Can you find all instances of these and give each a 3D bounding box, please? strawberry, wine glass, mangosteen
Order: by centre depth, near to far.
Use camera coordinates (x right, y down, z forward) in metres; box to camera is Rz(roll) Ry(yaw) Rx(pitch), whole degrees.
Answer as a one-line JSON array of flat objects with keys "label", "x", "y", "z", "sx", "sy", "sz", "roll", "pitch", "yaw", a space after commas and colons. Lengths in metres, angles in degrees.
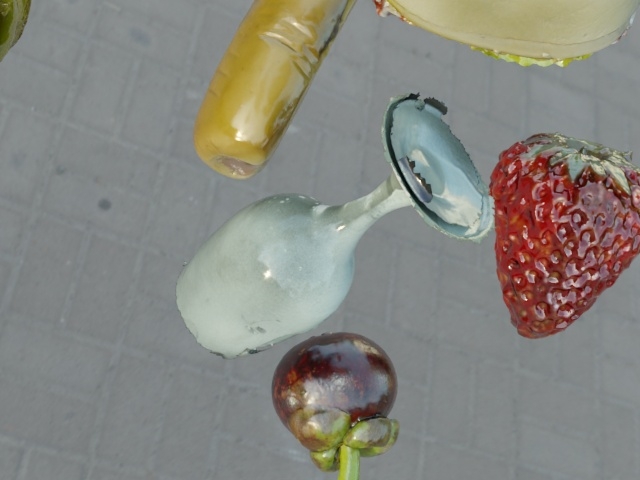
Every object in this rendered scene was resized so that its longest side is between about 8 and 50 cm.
[{"label": "wine glass", "x": 0.000, "y": 0.000, "z": 0.942, "sx": 0.143, "sy": 0.321, "sz": 0.143, "roll": 26, "pitch": 49, "yaw": -35}, {"label": "mangosteen", "x": 0.027, "y": 0.190, "z": 1.180, "sx": 0.156, "sy": 0.145, "sz": 0.181, "roll": 1, "pitch": 44, "yaw": -25}, {"label": "strawberry", "x": 0.278, "y": 0.002, "z": 1.230, "sx": 0.205, "sy": 0.244, "sz": 0.205, "roll": 13, "pitch": 20, "yaw": -5}]

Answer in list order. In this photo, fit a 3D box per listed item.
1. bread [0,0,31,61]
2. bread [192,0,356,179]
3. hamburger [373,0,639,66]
[{"label": "bread", "x": -0.293, "y": -0.190, "z": 0.767, "sx": 0.161, "sy": 0.233, "sz": 0.088, "roll": 12, "pitch": 33, "yaw": -25}, {"label": "bread", "x": -0.026, "y": -0.202, "z": 0.983, "sx": 0.091, "sy": 0.142, "sz": 0.305, "roll": 29, "pitch": 77, "yaw": -9}, {"label": "hamburger", "x": 0.131, "y": -0.212, "z": 0.712, "sx": 0.210, "sy": 0.116, "sz": 0.173, "roll": 7, "pitch": 87, "yaw": -4}]
